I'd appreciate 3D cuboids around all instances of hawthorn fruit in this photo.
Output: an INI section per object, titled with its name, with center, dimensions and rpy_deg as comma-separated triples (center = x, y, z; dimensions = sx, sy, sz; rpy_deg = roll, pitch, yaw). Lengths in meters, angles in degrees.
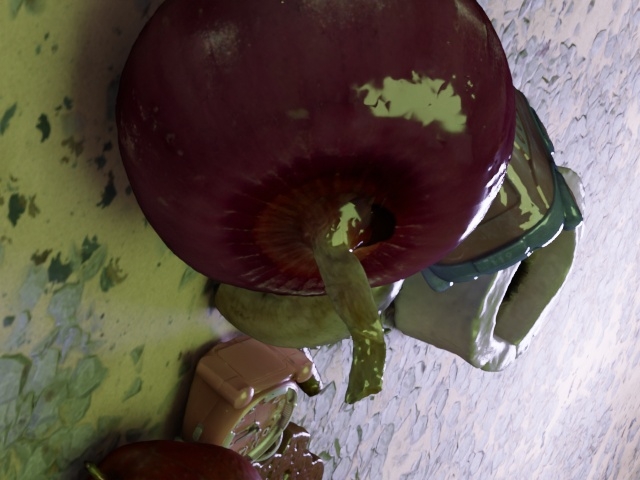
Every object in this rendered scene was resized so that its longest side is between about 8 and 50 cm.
[hawthorn fruit]
center = -0.165, 0.282, 1.397
dimensions = 0.225, 0.197, 0.196
rpy_deg = 42, 71, -33

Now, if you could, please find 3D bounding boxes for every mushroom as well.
[mushroom]
center = 0.000, 0.000, 1.457
dimensions = 0.195, 0.189, 0.253
rpy_deg = 10, 99, -65

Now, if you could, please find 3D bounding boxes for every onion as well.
[onion]
center = 0.009, -0.091, 1.195
dimensions = 0.358, 0.345, 0.358
rpy_deg = -13, 122, -22

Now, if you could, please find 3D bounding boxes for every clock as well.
[clock]
center = -0.099, 0.194, 1.550
dimensions = 0.166, 0.093, 0.162
rpy_deg = -17, 135, -52

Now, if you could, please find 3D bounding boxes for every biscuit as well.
[biscuit]
center = -0.101, 0.365, 1.720
dimensions = 0.301, 0.043, 0.278
rpy_deg = -64, 155, -2

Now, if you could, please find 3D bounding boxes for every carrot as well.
[carrot]
center = -0.026, 0.147, 1.691
dimensions = 0.042, 0.042, 0.170
rpy_deg = -56, 153, -19

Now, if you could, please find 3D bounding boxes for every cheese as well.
[cheese]
center = 0.246, 0.034, 1.969
dimensions = 0.332, 0.153, 0.292
rpy_deg = -53, 150, -23

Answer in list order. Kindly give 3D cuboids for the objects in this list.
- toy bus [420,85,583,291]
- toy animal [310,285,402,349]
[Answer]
[toy bus]
center = 0.159, -0.104, 1.595
dimensions = 0.232, 0.197, 0.294
rpy_deg = 53, 18, -37
[toy animal]
center = 0.040, 0.094, 1.738
dimensions = 0.220, 0.069, 0.086
rpy_deg = -41, 125, -53
